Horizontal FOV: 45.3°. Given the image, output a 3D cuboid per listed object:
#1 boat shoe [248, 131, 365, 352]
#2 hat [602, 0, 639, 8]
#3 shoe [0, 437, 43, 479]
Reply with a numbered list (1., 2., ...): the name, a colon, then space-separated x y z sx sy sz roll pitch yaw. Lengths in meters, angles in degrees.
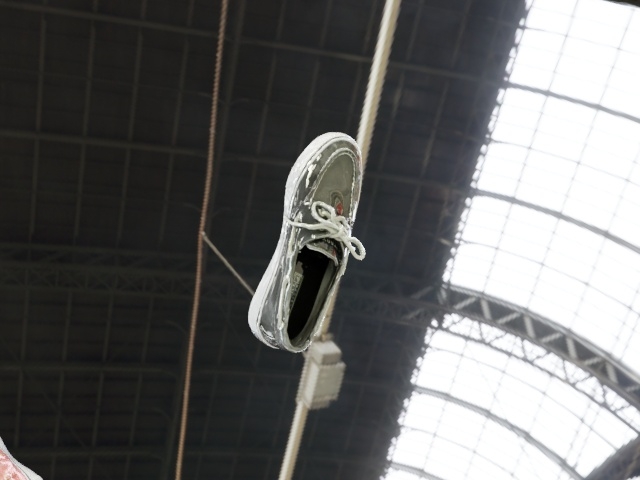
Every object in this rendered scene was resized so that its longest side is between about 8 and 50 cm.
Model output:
1. boat shoe: -0.004 -0.001 1.017 0.113 0.105 0.306 30 -102 -28
2. hat: 0.142 -0.210 0.291 0.331 0.331 0.134 30 -89 -40
3. shoe: -0.336 0.229 0.743 0.063 0.178 0.081 -52 -28 3
